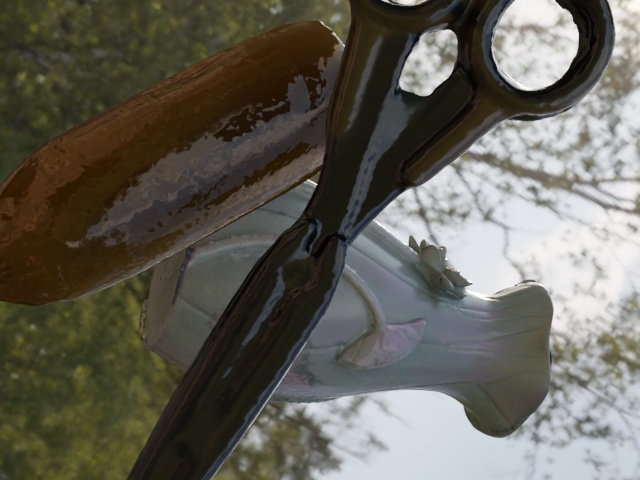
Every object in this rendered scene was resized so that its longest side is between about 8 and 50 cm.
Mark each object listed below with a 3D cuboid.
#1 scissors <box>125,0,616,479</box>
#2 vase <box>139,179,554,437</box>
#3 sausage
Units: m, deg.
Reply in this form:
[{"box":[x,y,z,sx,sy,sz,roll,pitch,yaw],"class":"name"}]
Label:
[{"box":[0.000,0.000,0.313,0.220,0.088,0.017,-57,-177,1],"class":"scissors"},{"box":[0.038,0.081,1.162,0.250,0.445,0.250,-163,-90,-72],"class":"vase"},{"box":[-0.115,-0.045,0.727,0.328,0.112,0.112,-31,-171,-17],"class":"sausage"}]
